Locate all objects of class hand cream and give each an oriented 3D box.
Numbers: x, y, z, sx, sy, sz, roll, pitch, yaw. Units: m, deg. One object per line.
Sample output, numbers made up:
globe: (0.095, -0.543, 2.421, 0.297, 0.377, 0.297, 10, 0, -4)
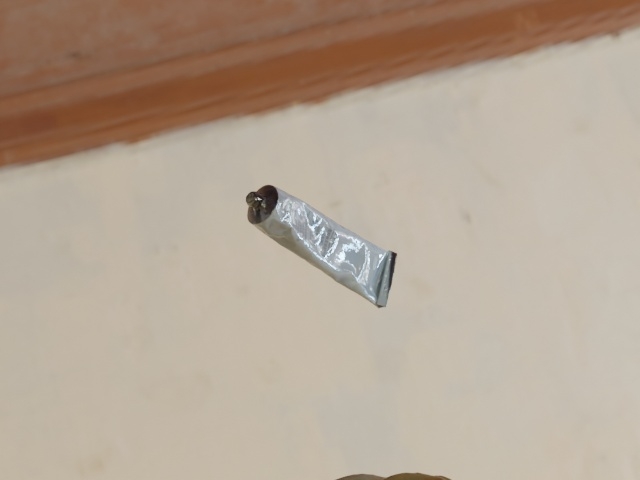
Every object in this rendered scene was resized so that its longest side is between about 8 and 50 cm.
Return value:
hand cream: (0.000, 0.000, 0.717, 0.019, 0.030, 0.093, -14, 145, 40)

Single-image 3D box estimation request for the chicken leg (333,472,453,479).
chicken leg: (-0.002, 0.188, 0.516, 0.107, 0.087, 0.251, 8, 112, -21)
